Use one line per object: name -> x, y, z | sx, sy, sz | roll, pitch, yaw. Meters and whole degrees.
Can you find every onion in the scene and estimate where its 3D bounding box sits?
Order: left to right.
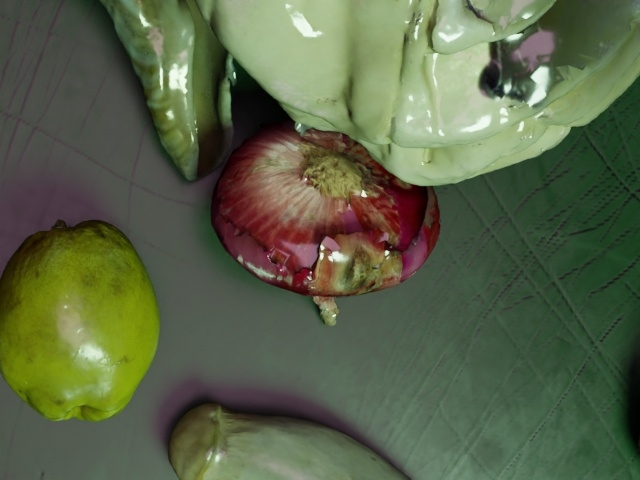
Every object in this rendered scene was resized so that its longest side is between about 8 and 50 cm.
onion -> 0.000, 0.000, 0.858 | 0.150, 0.140, 0.150 | 5, 44, -5

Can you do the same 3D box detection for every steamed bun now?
steamed bun -> 0.097, -0.177, 0.767 | 0.320, 0.206, 0.275 | -27, 109, -34

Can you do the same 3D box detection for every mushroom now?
mushroom -> 0.020, 0.198, 0.858 | 0.118, 0.103, 0.270 | -42, 85, -14

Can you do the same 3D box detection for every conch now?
conch -> -0.118, -0.238, 0.824 | 0.203, 0.169, 0.386 | -16, 124, 9

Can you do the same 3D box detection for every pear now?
pear -> -0.158, 0.051, 0.827 | 0.107, 0.107, 0.131 | -9, 78, -10

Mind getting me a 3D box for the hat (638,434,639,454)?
hat -> 0.322, 0.139, 0.926 | 0.175, 0.085, 0.147 | -28, 81, -32
